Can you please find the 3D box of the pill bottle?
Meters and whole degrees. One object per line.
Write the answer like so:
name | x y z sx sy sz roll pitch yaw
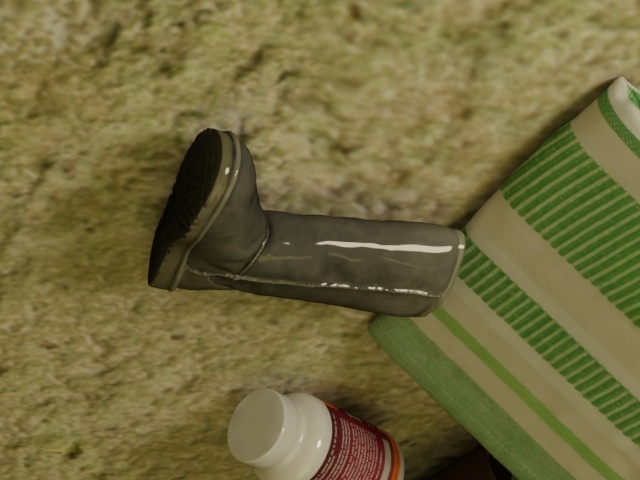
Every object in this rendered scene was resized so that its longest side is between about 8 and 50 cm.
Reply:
pill bottle | -0.004 0.180 1.231 0.086 0.086 0.152 -29 139 29

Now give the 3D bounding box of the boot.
boot | 0.001 -0.002 0.984 0.208 0.076 0.189 12 156 -13

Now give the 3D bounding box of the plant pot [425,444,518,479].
plant pot | 0.148 0.295 1.341 0.215 0.215 0.230 12 127 -25

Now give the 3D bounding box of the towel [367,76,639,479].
towel | 0.200 0.063 1.026 0.248 0.038 0.325 43 137 5
